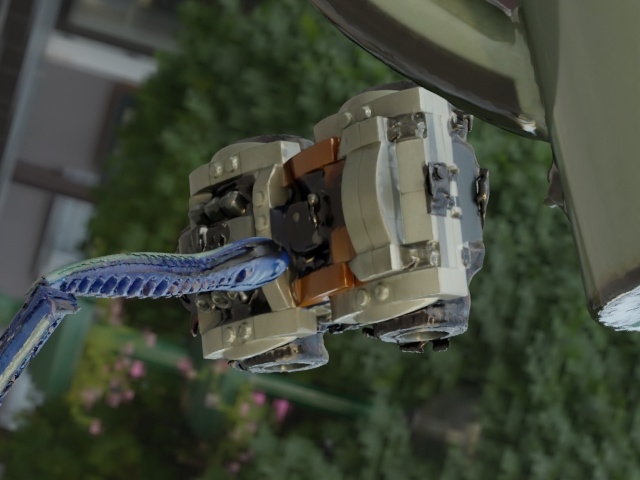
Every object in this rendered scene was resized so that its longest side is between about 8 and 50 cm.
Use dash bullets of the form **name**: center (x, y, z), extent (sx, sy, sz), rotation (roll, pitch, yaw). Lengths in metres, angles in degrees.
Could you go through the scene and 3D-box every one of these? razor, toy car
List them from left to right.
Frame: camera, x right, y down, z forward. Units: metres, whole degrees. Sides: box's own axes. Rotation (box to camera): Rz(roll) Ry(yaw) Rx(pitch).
- **razor**: center (-0.114, 0.028, 1.251), extent (0.093, 0.056, 0.324), rotation (-50, 165, 26)
- **toy car**: center (-0.002, 0.000, 1.464), extent (0.301, 0.118, 0.193), rotation (-15, -105, 43)

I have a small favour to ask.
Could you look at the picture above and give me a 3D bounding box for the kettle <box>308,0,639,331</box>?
- **kettle**: center (0.081, -0.107, 0.402), extent (0.161, 0.221, 0.236), rotation (20, 57, -71)
